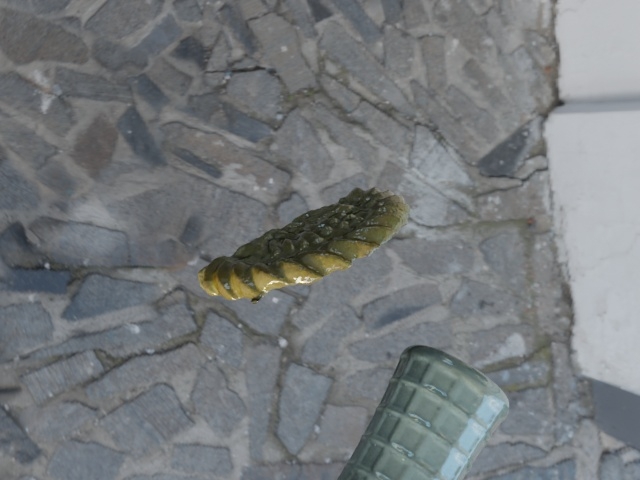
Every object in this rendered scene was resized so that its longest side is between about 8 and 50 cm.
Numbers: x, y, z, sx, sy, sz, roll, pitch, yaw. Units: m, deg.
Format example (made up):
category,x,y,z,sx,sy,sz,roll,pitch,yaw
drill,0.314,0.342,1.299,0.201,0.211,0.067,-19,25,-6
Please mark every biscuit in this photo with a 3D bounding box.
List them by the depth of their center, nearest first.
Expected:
category,x,y,z,sx,sy,sz,roll,pitch,yaw
biscuit,0.000,0.000,0.917,0.274,0.187,0.036,-28,110,-27

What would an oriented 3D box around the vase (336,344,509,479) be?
category,x,y,z,sx,sy,sz,roll,pitch,yaw
vase,0.052,0.244,0.693,0.143,0.143,0.298,44,70,-24
